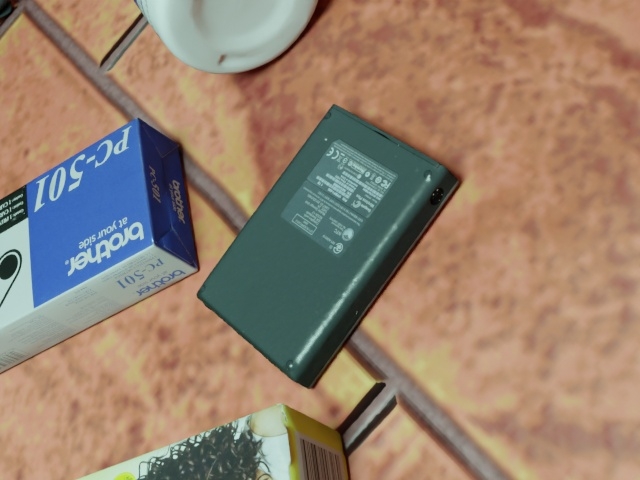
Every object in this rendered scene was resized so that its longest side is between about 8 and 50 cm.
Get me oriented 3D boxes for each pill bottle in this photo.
[{"bbox_3d":[-0.088,-0.201,0.679,0.108,0.108,0.193,-43,50,9],"label":"pill bottle"}]

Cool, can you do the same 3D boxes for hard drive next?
[{"bbox_3d":[0.000,0.000,0.573,0.094,0.022,0.135,36,89,41],"label":"hard drive"}]

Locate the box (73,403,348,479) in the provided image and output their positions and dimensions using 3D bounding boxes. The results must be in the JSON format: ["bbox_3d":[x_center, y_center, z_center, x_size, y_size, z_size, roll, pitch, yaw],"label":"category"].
[{"bbox_3d":[-0.096,0.161,0.533,0.232,0.058,0.087,-25,55,23],"label":"box"}]

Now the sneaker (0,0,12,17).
[{"bbox_3d":[-0.272,-0.178,0.840,0.069,0.038,0.098,-19,58,27],"label":"sneaker"}]

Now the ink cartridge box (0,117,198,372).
[{"bbox_3d":[-0.178,0.014,0.672,0.207,0.046,0.097,-26,56,21],"label":"ink cartridge box"}]
